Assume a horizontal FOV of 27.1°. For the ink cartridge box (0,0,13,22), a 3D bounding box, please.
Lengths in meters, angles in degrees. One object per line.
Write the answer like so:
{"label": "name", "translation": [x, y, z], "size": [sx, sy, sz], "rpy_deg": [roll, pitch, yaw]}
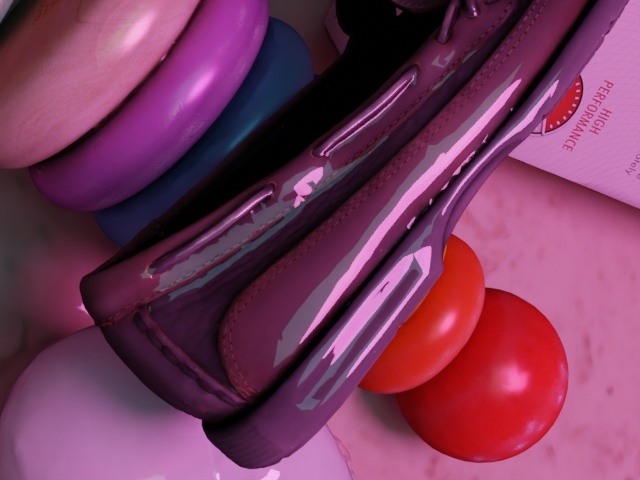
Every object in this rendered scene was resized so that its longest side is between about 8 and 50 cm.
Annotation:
{"label": "ink cartridge box", "translation": [-0.179, -0.156, 0.559], "size": [0.135, 0.056, 0.099], "rpy_deg": [31, 78, -23]}

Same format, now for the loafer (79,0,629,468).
{"label": "loafer", "translation": [0.030, -0.061, 0.501], "size": [0.095, 0.109, 0.302], "rpy_deg": [40, 70, -13]}

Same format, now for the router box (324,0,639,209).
{"label": "router box", "translation": [0.213, -0.176, 0.646], "size": [0.301, 0.082, 0.335], "rpy_deg": [18, 116, -25]}

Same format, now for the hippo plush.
{"label": "hippo plush", "translation": [-0.097, 0.163, 0.563], "size": [0.294, 0.234, 0.237], "rpy_deg": [24, 50, -39]}

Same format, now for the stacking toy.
{"label": "stacking toy", "translation": [0.000, 0.000, 0.618], "size": [0.330, 0.141, 0.141], "rpy_deg": [42, 75, -26]}
